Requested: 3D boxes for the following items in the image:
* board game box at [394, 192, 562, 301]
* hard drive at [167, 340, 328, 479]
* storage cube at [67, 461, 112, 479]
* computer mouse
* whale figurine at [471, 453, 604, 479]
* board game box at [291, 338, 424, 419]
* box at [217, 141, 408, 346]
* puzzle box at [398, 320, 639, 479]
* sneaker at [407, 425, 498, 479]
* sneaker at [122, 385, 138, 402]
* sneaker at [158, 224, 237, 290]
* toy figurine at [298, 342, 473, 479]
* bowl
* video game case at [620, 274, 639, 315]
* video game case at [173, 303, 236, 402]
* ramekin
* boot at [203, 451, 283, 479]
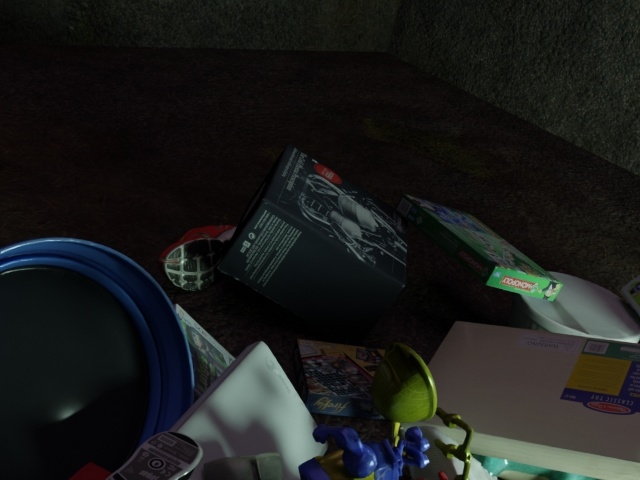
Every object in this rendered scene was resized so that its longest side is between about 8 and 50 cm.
[{"bbox_3d":[0.323,0.011,1.865,0.213,0.046,0.317,15,20,-38],"label":"board game box"},{"bbox_3d":[-0.102,0.294,1.260,0.203,0.040,0.307,59,28,-7],"label":"hard drive"},{"bbox_3d":[-0.232,0.389,0.958,0.193,0.183,0.215,23,26,16],"label":"storage cube"},{"bbox_3d":[-0.194,0.272,0.961,0.106,0.042,0.193,21,29,22],"label":"computer mouse"},{"bbox_3d":[0.355,0.325,1.471,0.272,0.141,0.216,1,28,-22],"label":"whale figurine"},{"bbox_3d":[0.079,0.249,1.592,0.243,0.042,0.165,9,25,-13],"label":"board game box"},{"bbox_3d":[0.000,0.000,1.810,0.312,0.179,0.343,32,24,-8],"label":"box"},{"bbox_3d":[0.358,0.249,1.446,0.409,0.052,0.272,5,33,32],"label":"puzzle box"},{"bbox_3d":[0.261,0.391,1.339,0.169,0.108,0.292,-1,39,-34],"label":"sneaker"},{"bbox_3d":[-0.363,0.170,1.256,0.202,0.185,0.483,44,19,28],"label":"sneaker"},{"bbox_3d":[-0.252,0.028,1.834,0.118,0.107,0.279,11,15,25],"label":"sneaker"},{"bbox_3d":[0.058,0.322,1.180,0.217,0.362,0.191,-22,50,-15],"label":"toy figurine"},{"bbox_3d":[-0.336,0.192,1.128,0.077,0.391,0.391,-8,4,45],"label":"bowl"},{"bbox_3d":[0.755,0.223,1.843,0.269,0.061,0.244,42,17,-23],"label":"video game case"},{"bbox_3d":[-0.182,0.207,1.441,0.173,0.022,0.190,47,14,-25],"label":"video game case"},{"bbox_3d":[0.516,0.183,1.875,0.273,0.127,0.273,13,25,-6],"label":"ramekin"},{"bbox_3d":[-0.047,0.371,1.124,0.190,0.076,0.208,7,52,-27],"label":"boot"}]
